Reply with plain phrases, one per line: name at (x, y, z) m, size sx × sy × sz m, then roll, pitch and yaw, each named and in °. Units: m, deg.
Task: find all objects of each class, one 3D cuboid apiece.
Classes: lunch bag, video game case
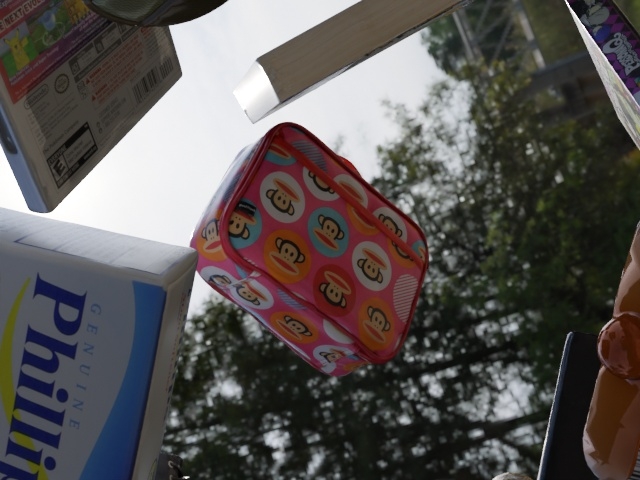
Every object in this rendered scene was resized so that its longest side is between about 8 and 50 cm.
lunch bag at (0.000, 0.000, 1.152) m, size 0.293 × 0.120 × 0.258 m, roll 39°, pitch -128°, yaw -21°
video game case at (0.348, -0.133, 0.963) m, size 0.232 × 0.042 × 0.210 m, roll 42°, pitch -157°, yaw -48°
video game case at (-0.170, -0.149, 0.628) m, size 0.201 × 0.023 × 0.183 m, roll -60°, pitch -34°, yaw -47°

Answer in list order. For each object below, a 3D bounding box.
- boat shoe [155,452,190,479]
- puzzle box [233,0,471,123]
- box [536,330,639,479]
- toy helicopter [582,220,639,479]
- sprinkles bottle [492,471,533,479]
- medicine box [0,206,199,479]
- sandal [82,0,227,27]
boat shoe at (-0.179, 0.246, 0.953) m, size 0.228 × 0.076 × 0.080 m, roll 41°, pitch 152°, yaw 36°
puzzle box at (0.099, -0.259, 1.028) m, size 0.052 × 0.409 × 0.272 m, roll 61°, pitch 173°, yaw -6°
box at (0.304, 0.326, 0.871) m, size 0.395 × 0.212 × 0.293 m, roll 77°, pitch -151°, yaw -52°
toy helicopter at (0.257, 0.134, 0.589) m, size 0.235 × 0.140 × 0.355 m, roll 28°, pitch -108°, yaw -21°
sprinkles bottle at (0.171, 0.424, 1.180) m, size 0.355 × 0.121 × 0.121 m, roll -19°, pitch -93°, yaw -43°
medicine box at (-0.276, 0.114, 0.782) m, size 0.149 × 0.289 × 0.263 m, roll -63°, pitch -14°, yaw -81°
sandal at (-0.044, -0.167, 0.382) m, size 0.072 × 0.180 × 0.049 m, roll 19°, pitch -148°, yaw -26°
